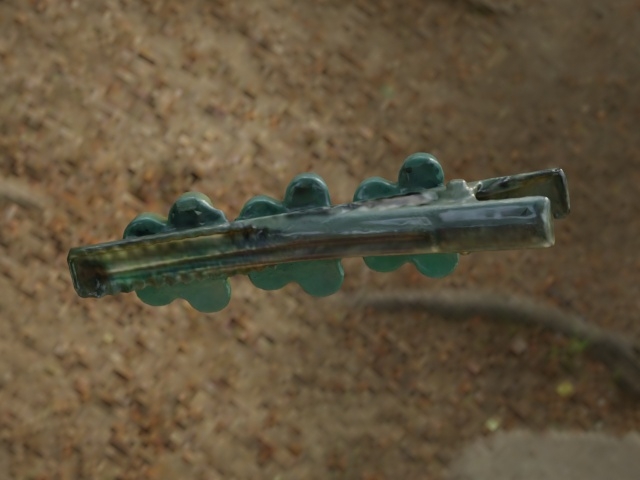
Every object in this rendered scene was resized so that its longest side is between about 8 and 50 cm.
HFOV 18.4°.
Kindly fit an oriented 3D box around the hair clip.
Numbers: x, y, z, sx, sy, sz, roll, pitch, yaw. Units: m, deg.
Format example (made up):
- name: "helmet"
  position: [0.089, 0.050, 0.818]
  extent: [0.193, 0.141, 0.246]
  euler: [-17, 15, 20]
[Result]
- name: "hair clip"
  position: [0.000, 0.001, 0.682]
  extent: [0.173, 0.049, 0.049]
  euler: [-7, 45, 9]
